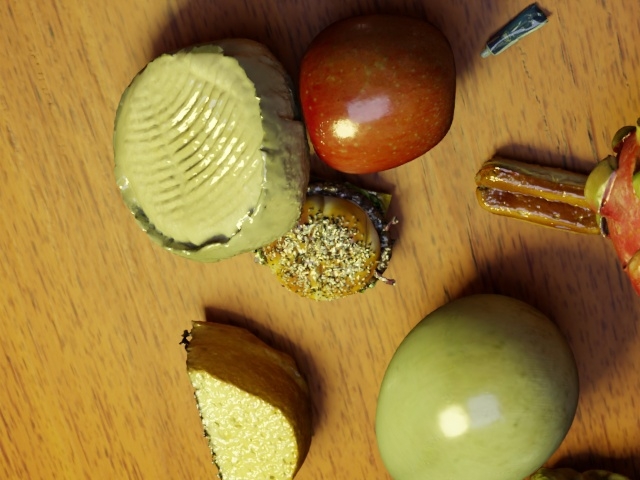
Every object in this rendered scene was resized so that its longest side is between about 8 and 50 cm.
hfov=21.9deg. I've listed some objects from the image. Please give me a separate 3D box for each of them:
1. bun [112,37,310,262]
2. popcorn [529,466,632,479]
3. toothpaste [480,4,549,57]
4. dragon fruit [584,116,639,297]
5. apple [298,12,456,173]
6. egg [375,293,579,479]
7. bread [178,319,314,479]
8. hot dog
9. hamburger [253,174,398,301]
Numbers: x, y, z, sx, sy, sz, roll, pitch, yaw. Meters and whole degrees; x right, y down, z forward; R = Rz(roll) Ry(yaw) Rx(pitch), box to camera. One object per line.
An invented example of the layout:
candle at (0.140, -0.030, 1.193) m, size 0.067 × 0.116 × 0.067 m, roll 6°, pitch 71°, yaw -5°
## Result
bun at (-0.107, -0.098, 1.853) m, size 0.259 × 0.152 × 0.259 m, roll 5°, pitch 98°, yaw 37°
popcorn at (0.326, 0.391, 2.005) m, size 0.250 × 0.235 × 0.242 m, roll 6°, pitch 136°, yaw 21°
toothpaste at (0.212, -0.228, 1.827) m, size 0.083 × 0.019 × 0.027 m, roll -36°, pitch 88°, yaw 20°
dragon fruit at (0.419, -0.014, 1.773) m, size 0.307 × 0.227 × 0.243 m, roll 38°, pitch 145°, yaw -15°
apple at (0.061, -0.160, 1.801) m, size 0.168 × 0.181 × 0.181 m, roll -6°, pitch 116°, yaw -1°
egg at (0.174, 0.194, 1.935) m, size 0.218 × 0.218 × 0.295 m, roll 31°, pitch 125°, yaw -6°
bread at (-0.077, 0.217, 2.045) m, size 0.134 × 0.129 × 0.260 m, roll -14°, pitch 114°, yaw 9°
hot dog at (0.256, -0.051, 1.892) m, size 0.165 × 0.045 × 0.071 m, roll 13°, pitch 120°, yaw 4°
hamburger at (-0.004, 0.001, 1.940) m, size 0.189 × 0.093 × 0.164 m, roll 7°, pitch 118°, yaw 9°
